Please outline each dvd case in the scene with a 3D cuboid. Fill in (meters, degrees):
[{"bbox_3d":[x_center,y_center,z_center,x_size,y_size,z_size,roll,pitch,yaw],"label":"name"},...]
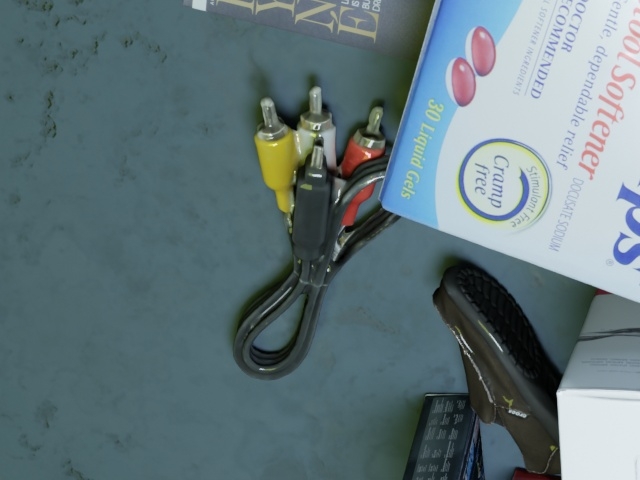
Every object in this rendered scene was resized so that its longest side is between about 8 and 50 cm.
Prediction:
[{"bbox_3d":[-0.001,-0.238,1.616,0.221,0.018,0.165,15,126,10],"label":"dvd case"}]

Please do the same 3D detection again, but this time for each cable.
[{"bbox_3d":[0.000,0.000,1.736,0.139,0.072,0.287,6,130,-5],"label":"cable"}]

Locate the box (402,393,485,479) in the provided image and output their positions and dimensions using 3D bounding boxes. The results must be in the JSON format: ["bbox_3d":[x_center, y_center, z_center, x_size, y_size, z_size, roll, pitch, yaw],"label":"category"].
[{"bbox_3d":[0.107,0.259,1.714,0.051,0.220,0.175,-2,114,12],"label":"box"}]

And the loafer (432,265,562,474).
[{"bbox_3d":[0.154,0.122,1.715,0.078,0.080,0.220,-29,104,25],"label":"loafer"}]

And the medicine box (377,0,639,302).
[{"bbox_3d":[0.225,-0.115,1.546,0.289,0.149,0.263,20,118,7],"label":"medicine box"}]

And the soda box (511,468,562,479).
[{"bbox_3d":[0.285,0.281,1.745,0.263,0.092,0.083,12,116,11],"label":"soda box"}]

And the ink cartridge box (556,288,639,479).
[{"bbox_3d":[0.255,0.141,1.617,0.092,0.218,0.159,1,114,16],"label":"ink cartridge box"}]
